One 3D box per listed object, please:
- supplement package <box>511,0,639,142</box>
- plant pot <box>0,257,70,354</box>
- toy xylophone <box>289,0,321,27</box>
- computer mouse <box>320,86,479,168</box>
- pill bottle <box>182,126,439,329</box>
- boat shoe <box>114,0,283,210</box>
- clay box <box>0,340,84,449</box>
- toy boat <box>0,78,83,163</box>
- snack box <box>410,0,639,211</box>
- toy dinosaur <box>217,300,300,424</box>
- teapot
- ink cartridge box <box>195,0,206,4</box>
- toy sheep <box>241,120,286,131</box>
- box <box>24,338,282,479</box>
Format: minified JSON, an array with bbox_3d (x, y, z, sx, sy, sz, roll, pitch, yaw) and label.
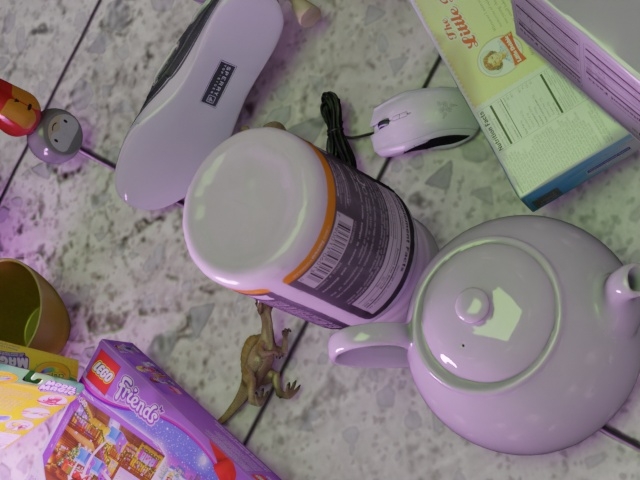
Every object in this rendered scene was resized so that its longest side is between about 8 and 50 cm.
[{"bbox_3d":[0.338,-0.249,1.666,0.262,0.145,0.204,-43,69,-7],"label":"supplement package"},{"bbox_3d":[-0.350,0.097,2.088,0.134,0.095,0.134,-10,70,29],"label":"plant pot"},{"bbox_3d":[-0.011,-0.393,1.994,0.323,0.081,0.236,58,144,31],"label":"toy xylophone"},{"bbox_3d":[0.083,-0.128,1.916,0.193,0.042,0.106,-13,68,29],"label":"computer mouse"},{"bbox_3d":[0.000,0.000,1.784,0.162,0.278,0.162,-10,70,29],"label":"pill bottle"},{"bbox_3d":[-0.145,-0.175,2.046,0.301,0.108,0.102,-60,21,18],"label":"boat shoe"},{"bbox_3d":[-0.365,0.169,2.007,0.222,0.127,0.053,-36,46,46],"label":"clay box"},{"bbox_3d":[-0.429,-0.051,2.150,0.318,0.148,0.267,-49,31,13],"label":"toy boat"},{"bbox_3d":[0.216,-0.212,1.805,0.187,0.060,0.322,-31,68,12],"label":"snack box"},{"bbox_3d":[-0.069,0.146,1.933,0.092,0.053,0.183,36,109,52],"label":"toy dinosaur"},{"bbox_3d":[0.173,0.082,1.700,0.252,0.187,0.256,39,98,32],"label":"teapot"},{"bbox_3d":[-0.118,-0.316,2.097,0.083,0.028,0.048,-67,19,-1],"label":"ink cartridge box"},{"bbox_3d":[-0.076,-0.074,1.977,0.091,0.091,0.132,41,112,34],"label":"toy sheep"},{"bbox_3d":[-0.183,0.270,1.940,0.293,0.057,0.201,39,105,34],"label":"box"}]
